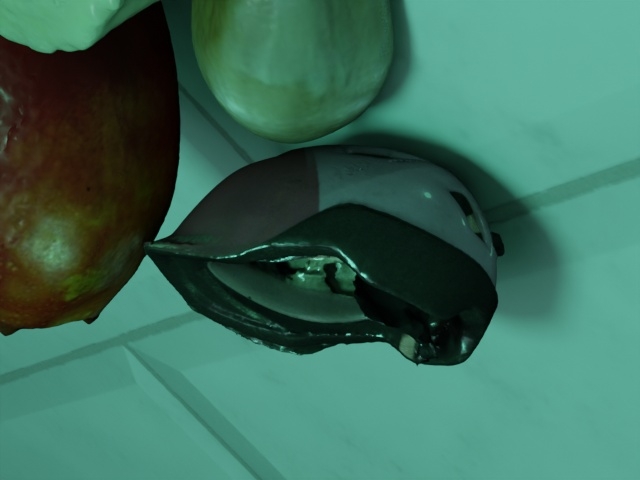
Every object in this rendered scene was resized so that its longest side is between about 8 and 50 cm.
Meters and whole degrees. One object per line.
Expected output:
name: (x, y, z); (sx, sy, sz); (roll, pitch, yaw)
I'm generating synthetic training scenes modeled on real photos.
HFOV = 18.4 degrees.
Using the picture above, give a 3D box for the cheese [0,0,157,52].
cheese: (-0.183, -0.291, 1.225); (0.332, 0.153, 0.292); (47, 144, 9)

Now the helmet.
helmet: (0.015, 0.000, 1.474); (0.253, 0.154, 0.198); (20, 163, 23)

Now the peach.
peach: (-0.233, -0.094, 1.496); (0.281, 0.281, 0.338); (13, 116, 42)

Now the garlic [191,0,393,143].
garlic: (-0.029, -0.172, 1.360); (0.143, 0.112, 0.318); (26, 139, 31)
